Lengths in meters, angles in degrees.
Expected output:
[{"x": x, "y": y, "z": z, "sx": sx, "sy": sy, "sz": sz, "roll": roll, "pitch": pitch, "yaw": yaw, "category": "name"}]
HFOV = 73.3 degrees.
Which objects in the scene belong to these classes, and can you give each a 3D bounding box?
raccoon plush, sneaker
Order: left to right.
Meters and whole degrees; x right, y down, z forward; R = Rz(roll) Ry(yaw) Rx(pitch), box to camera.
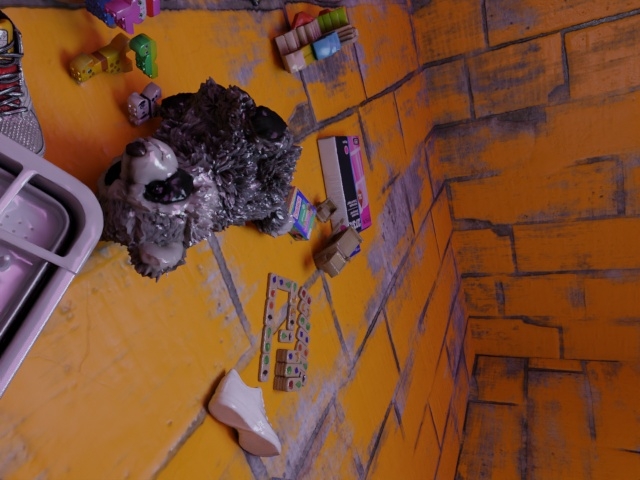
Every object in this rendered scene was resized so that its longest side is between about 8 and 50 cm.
[{"x": -0.360, "y": -0.186, "z": 0.451, "sx": 0.088, "sy": 0.093, "sz": 0.225, "roll": -49, "pitch": 128, "yaw": -53, "category": "sneaker"}, {"x": -0.161, "y": -0.028, "z": 0.702, "sx": 0.299, "sy": 0.216, "sz": 0.446, "roll": -62, "pitch": 146, "yaw": -22, "category": "raccoon plush"}, {"x": -0.127, "y": 0.332, "z": 0.825, "sx": 0.094, "sy": 0.080, "sz": 0.212, "roll": -76, "pitch": 147, "yaw": -52, "category": "sneaker"}]

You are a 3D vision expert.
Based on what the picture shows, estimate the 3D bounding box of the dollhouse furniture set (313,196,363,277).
[{"x": 0.000, "y": 0.000, "z": 1.120, "sx": 0.161, "sy": 0.101, "sz": 0.182, "roll": 52, "pitch": 36, "yaw": -7, "category": "dollhouse furniture set"}]

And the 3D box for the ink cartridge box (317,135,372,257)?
[{"x": 0.082, "y": -0.126, "z": 1.289, "sx": 0.176, "sy": 0.069, "sz": 0.370, "roll": -27, "pitch": 112, "yaw": -60, "category": "ink cartridge box"}]

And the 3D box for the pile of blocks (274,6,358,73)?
[{"x": -0.001, "y": -0.542, "z": 1.105, "sx": 0.362, "sy": 0.149, "sz": 0.112, "roll": -58, "pitch": 135, "yaw": -47, "category": "pile of blocks"}]

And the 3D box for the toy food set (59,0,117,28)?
[{"x": -0.316, "y": -0.355, "z": 0.528, "sx": 0.192, "sy": 0.133, "sz": 0.038, "roll": 13, "pitch": 54, "yaw": -53, "category": "toy food set"}]

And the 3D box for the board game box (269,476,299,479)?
[{"x": -0.082, "y": 0.505, "z": 0.854, "sx": 0.090, "sy": 0.090, "sz": 0.019, "roll": -5, "pitch": 86, "yaw": -61, "category": "board game box"}]

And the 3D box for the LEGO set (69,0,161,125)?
[{"x": -0.282, "y": -0.252, "z": 0.583, "sx": 0.093, "sy": 0.087, "sz": 0.227, "roll": -52, "pitch": 175, "yaw": -33, "category": "LEGO set"}]

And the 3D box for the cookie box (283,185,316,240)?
[{"x": -0.059, "y": -0.064, "z": 1.038, "sx": 0.107, "sy": 0.040, "sz": 0.091, "roll": 48, "pitch": 46, "yaw": -47, "category": "cookie box"}]

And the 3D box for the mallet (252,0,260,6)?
[{"x": -0.183, "y": -0.573, "z": 0.900, "sx": 0.189, "sy": 0.039, "sz": 0.062, "roll": 56, "pitch": 39, "yaw": -48, "category": "mallet"}]

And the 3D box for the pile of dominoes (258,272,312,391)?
[{"x": -0.061, "y": 0.215, "z": 0.993, "sx": 0.196, "sy": 0.040, "sz": 0.250, "roll": 28, "pitch": 62, "yaw": -57, "category": "pile of dominoes"}]

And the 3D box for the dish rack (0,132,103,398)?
[{"x": -0.380, "y": 0.031, "z": 0.340, "sx": 0.286, "sy": 0.072, "sz": 0.332, "roll": 37, "pitch": 52, "yaw": -30, "category": "dish rack"}]
